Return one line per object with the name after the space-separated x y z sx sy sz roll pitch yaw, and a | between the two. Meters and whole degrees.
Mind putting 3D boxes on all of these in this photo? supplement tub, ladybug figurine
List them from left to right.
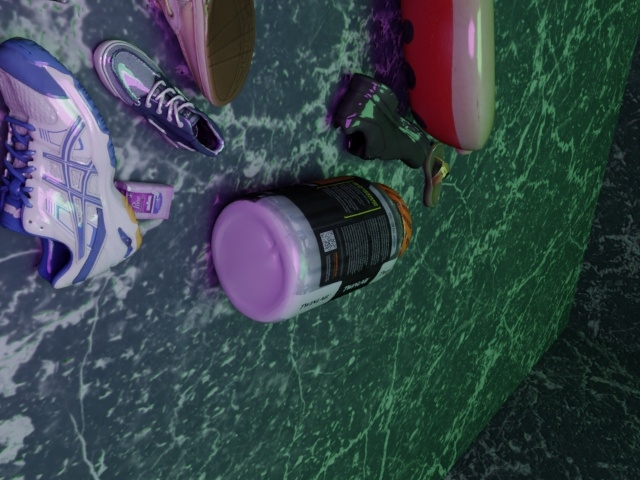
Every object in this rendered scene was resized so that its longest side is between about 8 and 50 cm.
0.000 0.000 1.008 0.338 0.207 0.207 -16 121 -47 | supplement tub
0.242 -0.376 1.108 0.305 0.162 0.449 -62 146 -63 | ladybug figurine

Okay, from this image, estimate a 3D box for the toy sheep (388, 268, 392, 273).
0.130 0.025 1.299 0.091 0.091 0.132 -40 136 -33 | toy sheep

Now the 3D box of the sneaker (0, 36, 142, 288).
-0.303 -0.068 0.657 0.131 0.112 0.296 -40 136 -33 | sneaker

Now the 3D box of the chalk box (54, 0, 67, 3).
-0.263 -0.379 0.485 0.179 0.180 0.289 -47 139 -27 | chalk box

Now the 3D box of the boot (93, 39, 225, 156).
-0.198 -0.180 0.754 0.069 0.086 0.190 -60 144 -11 | boot

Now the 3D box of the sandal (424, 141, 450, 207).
0.291 -0.159 1.438 0.072 0.049 0.180 -33 132 -39 | sandal

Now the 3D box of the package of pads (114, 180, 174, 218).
-0.245 -0.055 0.808 0.083 0.032 0.050 -2 107 -52 | package of pads

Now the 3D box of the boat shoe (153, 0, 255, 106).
-0.156 -0.317 0.731 0.109 0.098 0.302 -50 148 -40 | boat shoe

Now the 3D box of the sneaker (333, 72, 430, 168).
0.116 -0.207 1.158 0.286 0.109 0.130 34 90 -47 | sneaker
